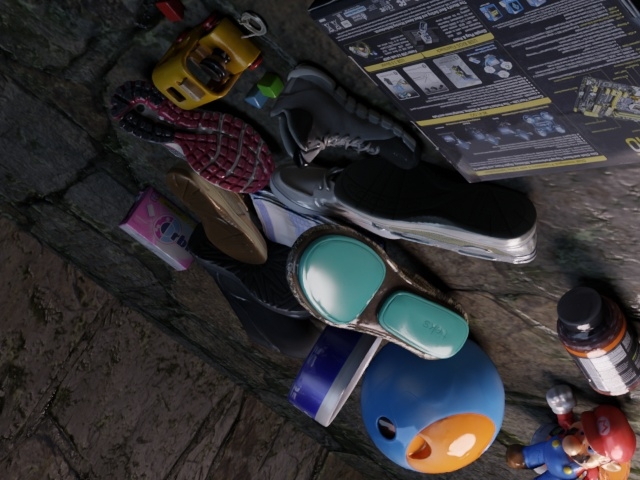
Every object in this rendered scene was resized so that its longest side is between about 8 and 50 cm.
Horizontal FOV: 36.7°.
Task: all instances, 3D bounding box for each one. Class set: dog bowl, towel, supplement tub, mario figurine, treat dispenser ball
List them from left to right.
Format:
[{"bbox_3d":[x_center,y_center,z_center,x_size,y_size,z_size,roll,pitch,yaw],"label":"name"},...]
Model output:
[{"bbox_3d":[0.000,0.000,1.883,0.285,0.034,0.209,24,159,18],"label":"towel"},{"bbox_3d":[0.039,0.266,2.106,0.104,0.265,0.265,31,160,9],"label":"dog bowl"},{"bbox_3d":[0.223,0.319,1.933,0.288,0.288,0.288,27,159,11],"label":"treat dispenser ball"},{"bbox_3d":[0.474,0.416,1.896,0.198,0.170,0.320,40,138,1],"label":"mario figurine"},{"bbox_3d":[0.548,0.459,2.041,0.190,0.117,0.117,4,146,50],"label":"supplement tub"},{"bbox_3d":[0.437,0.154,1.515,0.106,0.106,0.198,11,151,43],"label":"supplement tub"}]

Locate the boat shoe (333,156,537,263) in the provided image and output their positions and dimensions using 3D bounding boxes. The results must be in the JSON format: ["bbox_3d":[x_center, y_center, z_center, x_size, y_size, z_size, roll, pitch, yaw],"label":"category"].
[{"bbox_3d":[0.168,-0.040,1.440,0.320,0.118,0.103,14,150,25],"label":"boat shoe"}]

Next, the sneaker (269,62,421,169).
[{"bbox_3d":[0.025,-0.139,1.383,0.228,0.132,0.086,34,160,-5],"label":"sneaker"}]

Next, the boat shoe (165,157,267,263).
[{"bbox_3d":[-0.188,-0.067,1.909,0.109,0.098,0.302,-4,140,37],"label":"boat shoe"}]

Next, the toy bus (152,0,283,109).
[{"bbox_3d":[-0.169,-0.256,1.428,0.191,0.104,0.202,24,159,20],"label":"toy bus"}]

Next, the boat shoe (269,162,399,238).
[{"bbox_3d":[0.036,-0.084,1.576,0.258,0.095,0.084,15,152,13],"label":"boat shoe"}]

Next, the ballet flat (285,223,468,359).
[{"bbox_3d":[0.074,0.080,1.710,0.482,0.164,0.182,29,-173,-42],"label":"ballet flat"}]

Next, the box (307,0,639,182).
[{"bbox_3d":[0.212,-0.203,1.026,0.318,0.097,0.395,43,157,-24],"label":"box"}]

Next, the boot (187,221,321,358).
[{"bbox_3d":[-0.082,0.160,2.194,0.367,0.146,0.445,31,158,32],"label":"boot"}]

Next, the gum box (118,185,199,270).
[{"bbox_3d":[-0.362,-0.028,2.222,0.188,0.107,0.062,39,158,-20],"label":"gum box"}]

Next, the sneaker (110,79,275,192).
[{"bbox_3d":[-0.210,-0.189,1.663,0.299,0.121,0.112,32,-171,-2],"label":"sneaker"}]
